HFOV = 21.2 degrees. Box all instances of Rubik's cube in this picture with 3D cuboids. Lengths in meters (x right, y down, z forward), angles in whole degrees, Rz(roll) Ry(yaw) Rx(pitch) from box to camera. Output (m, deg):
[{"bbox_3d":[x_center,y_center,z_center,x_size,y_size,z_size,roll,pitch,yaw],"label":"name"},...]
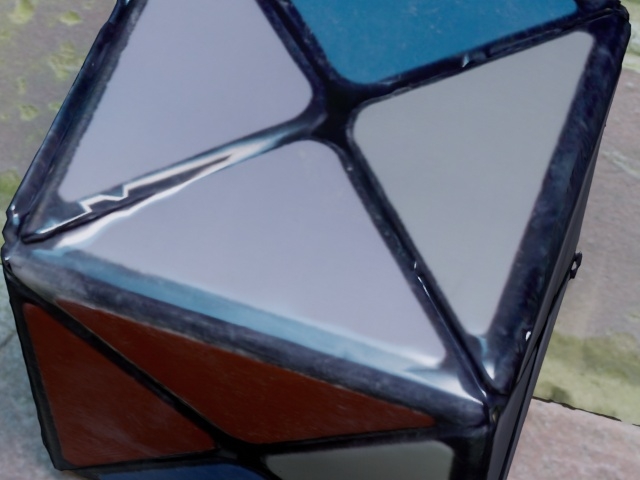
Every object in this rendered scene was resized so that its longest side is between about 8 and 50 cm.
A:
[{"bbox_3d":[0.000,0.000,1.068,0.305,0.307,0.310,17,59,10],"label":"Rubik's cube"}]
